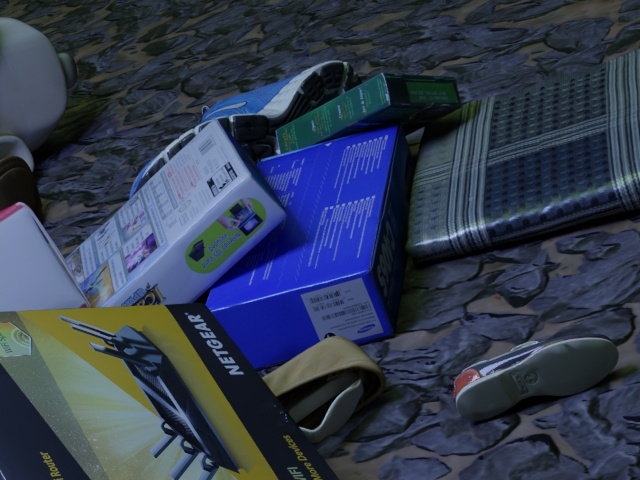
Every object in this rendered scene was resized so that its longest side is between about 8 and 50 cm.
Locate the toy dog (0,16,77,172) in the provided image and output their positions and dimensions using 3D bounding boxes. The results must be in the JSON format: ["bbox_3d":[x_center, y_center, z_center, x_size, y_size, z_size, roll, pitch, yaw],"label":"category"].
[{"bbox_3d":[-0.569,-0.190,2.451,0.408,0.284,0.395,-6,26,35],"label":"toy dog"}]

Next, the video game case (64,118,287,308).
[{"bbox_3d":[-0.158,0.006,1.805,0.244,0.061,0.269,-42,18,3],"label":"video game case"}]

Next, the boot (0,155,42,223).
[{"bbox_3d":[-0.465,0.006,2.167,0.220,0.109,0.283,-15,30,24],"label":"boot"}]

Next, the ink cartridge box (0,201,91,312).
[{"bbox_3d":[-0.394,0.102,1.718,0.226,0.131,0.306,-40,9,-39],"label":"ink cartridge box"}]

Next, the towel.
[{"bbox_3d":[0.244,-0.089,1.846,0.312,0.056,0.324,-17,25,16],"label":"towel"}]

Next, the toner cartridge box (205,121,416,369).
[{"bbox_3d":[0.000,0.000,1.798,0.165,0.075,0.348,-13,24,14],"label":"toner cartridge box"}]

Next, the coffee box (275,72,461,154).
[{"bbox_3d":[0.051,-0.130,1.968,0.113,0.040,0.184,-1,-16,-43],"label":"coffee box"}]

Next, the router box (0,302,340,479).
[{"bbox_3d":[-0.136,0.160,1.303,0.243,0.081,0.309,-2,31,-32],"label":"router box"}]

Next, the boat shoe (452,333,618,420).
[{"bbox_3d":[0.170,0.103,1.460,0.137,0.049,0.043,-22,20,9],"label":"boat shoe"}]

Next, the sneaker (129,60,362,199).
[{"bbox_3d":[-0.092,-0.094,2.062,0.330,0.129,0.147,-31,13,-39],"label":"sneaker"}]

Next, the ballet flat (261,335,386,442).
[{"bbox_3d":[-0.041,0.152,1.492,0.232,0.080,0.073,-35,41,-28],"label":"ballet flat"}]
